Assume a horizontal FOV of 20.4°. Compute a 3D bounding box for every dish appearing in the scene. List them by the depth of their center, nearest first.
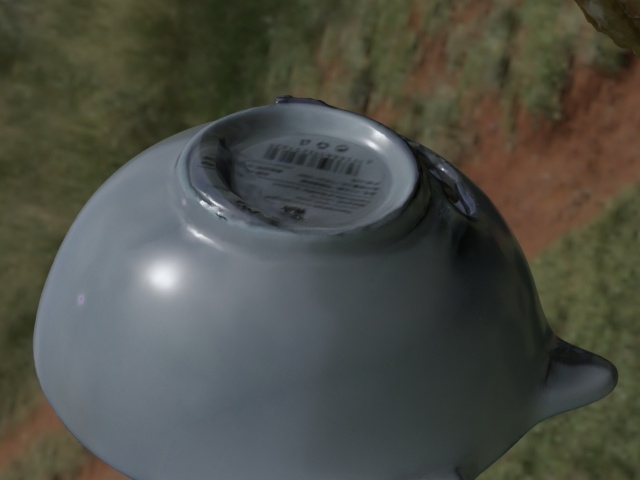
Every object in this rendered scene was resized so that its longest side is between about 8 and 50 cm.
[{"bbox_3d":[0.000,0.000,0.688,0.236,0.228,0.086,31,134,32],"label":"dish"}]

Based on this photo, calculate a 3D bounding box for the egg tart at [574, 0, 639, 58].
[{"bbox_3d":[0.316,-0.256,1.165,0.153,0.339,0.352,45,132,52],"label":"egg tart"}]
